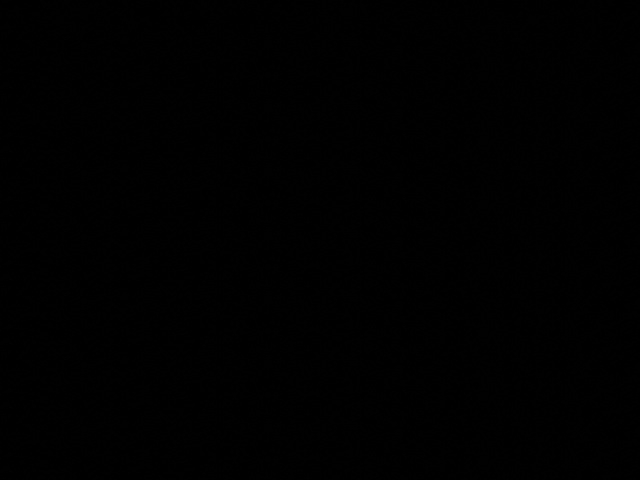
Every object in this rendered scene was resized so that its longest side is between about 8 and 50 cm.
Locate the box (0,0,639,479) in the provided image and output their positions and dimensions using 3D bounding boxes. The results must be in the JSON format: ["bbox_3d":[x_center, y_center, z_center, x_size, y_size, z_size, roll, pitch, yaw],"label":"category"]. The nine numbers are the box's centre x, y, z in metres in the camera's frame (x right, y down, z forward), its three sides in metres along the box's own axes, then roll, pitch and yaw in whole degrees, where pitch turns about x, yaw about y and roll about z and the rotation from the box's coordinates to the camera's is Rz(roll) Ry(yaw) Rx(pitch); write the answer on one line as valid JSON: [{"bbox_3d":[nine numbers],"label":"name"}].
[{"bbox_3d":[0.000,0.000,0.176,0.472,0.297,0.479,-1,88,39],"label":"box"}]

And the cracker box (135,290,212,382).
[{"bbox_3d":[0.094,0.002,0.432,0.232,0.067,0.155,-35,112,1],"label":"cracker box"}]
